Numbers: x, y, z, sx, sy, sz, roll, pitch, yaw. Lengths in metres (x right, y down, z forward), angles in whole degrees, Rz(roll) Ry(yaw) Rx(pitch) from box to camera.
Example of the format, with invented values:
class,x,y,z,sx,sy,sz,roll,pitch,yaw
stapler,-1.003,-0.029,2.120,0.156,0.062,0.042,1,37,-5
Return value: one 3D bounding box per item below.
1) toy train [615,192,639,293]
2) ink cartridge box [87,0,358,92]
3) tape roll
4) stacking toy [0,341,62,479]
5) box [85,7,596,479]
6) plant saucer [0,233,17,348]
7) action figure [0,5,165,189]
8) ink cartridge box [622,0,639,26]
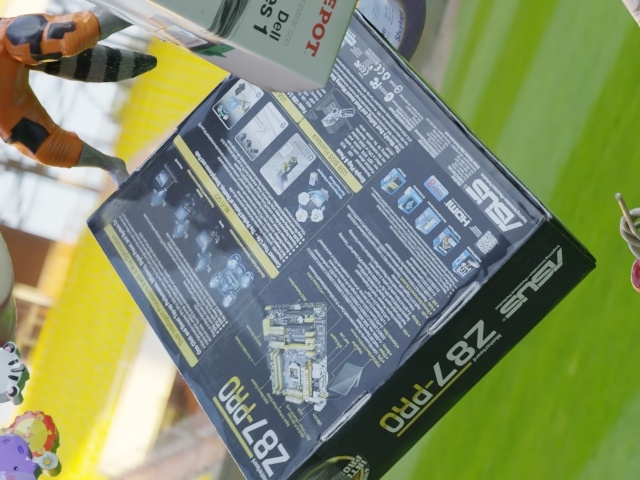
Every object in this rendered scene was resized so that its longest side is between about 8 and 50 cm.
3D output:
class,x,y,z,sx,sy,sz,roll,pitch,yaw
toy train,0.353,-0.003,1.592,0.143,0.105,0.248,-51,-52,-23
ink cartridge box,-0.074,-0.216,1.217,0.092,0.219,0.160,6,74,61
tape roll,0.022,-0.236,1.965,0.189,0.080,0.189,-28,-39,-26
stacking toy,-0.204,0.195,1.204,0.167,0.052,0.221,85,176,-64
box,0.000,0.000,1.491,0.318,0.097,0.395,-45,45,6
plant saucer,-0.367,-0.007,1.401,0.084,0.332,0.332,-45,10,18
action figure,-0.328,-0.127,1.657,0.178,0.330,0.341,-86,11,-46
ink cartridge box,0.348,-0.268,1.451,0.223,0.307,0.129,-33,-2,-12
